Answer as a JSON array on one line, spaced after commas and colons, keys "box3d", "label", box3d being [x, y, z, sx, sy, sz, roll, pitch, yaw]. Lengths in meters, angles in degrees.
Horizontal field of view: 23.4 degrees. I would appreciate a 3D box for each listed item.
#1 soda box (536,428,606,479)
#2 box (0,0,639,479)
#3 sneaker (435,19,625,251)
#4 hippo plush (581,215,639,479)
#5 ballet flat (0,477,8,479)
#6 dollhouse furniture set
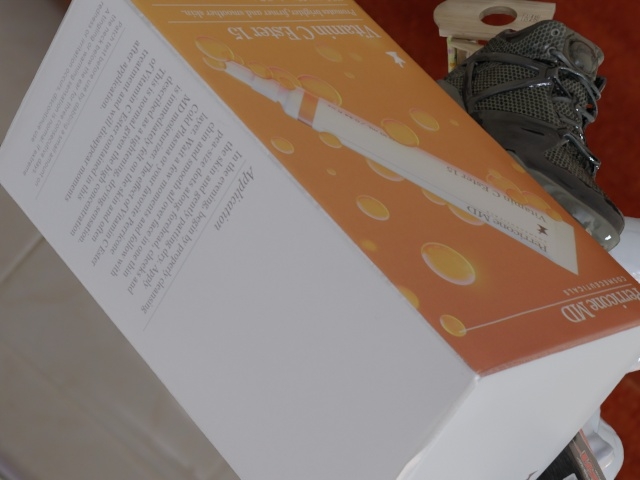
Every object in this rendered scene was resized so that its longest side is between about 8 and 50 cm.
[{"box3d": [0.149, 0.138, 1.065, 0.053, 0.060, 0.169, -37, -140, 15], "label": "soda box"}, {"box3d": [0.000, 0.000, 0.942, 0.215, 0.345, 0.168, -11, 141, -51], "label": "box"}, {"box3d": [0.167, -0.086, 1.109, 0.130, 0.087, 0.227, -45, -144, 6], "label": "sneaker"}, {"box3d": [0.215, 0.097, 1.262, 0.294, 0.234, 0.236, 66, 29, -51], "label": "hippo plush"}, {"box3d": [-0.259, 0.220, 1.206, 0.068, 0.213, 0.072, -41, 131, -56], "label": "ballet flat"}, {"box3d": [0.139, -0.093, 1.351, 0.161, 0.101, 0.182, -64, 156, -46], "label": "dollhouse furniture set"}]
